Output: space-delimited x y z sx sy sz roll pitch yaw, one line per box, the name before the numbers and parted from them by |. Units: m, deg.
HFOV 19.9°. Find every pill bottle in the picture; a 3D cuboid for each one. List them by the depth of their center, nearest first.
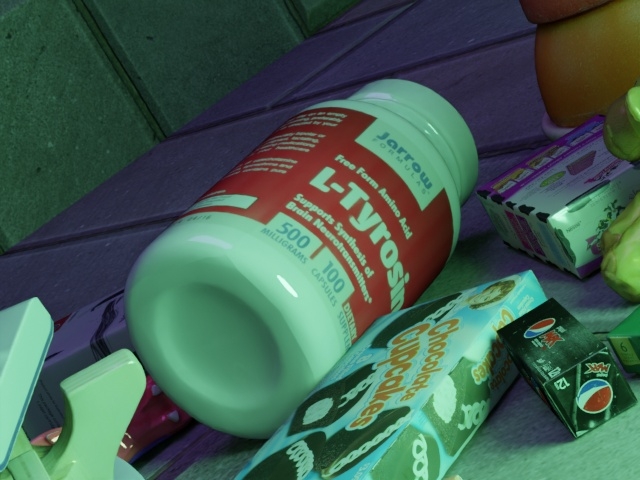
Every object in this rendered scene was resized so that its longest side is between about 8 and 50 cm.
pill bottle | 0.000 0.000 1.837 0.229 0.229 0.407 -20 18 40

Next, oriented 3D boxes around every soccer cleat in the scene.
soccer cleat | -0.227 0.210 1.905 0.248 0.083 0.095 -33 -3 -24

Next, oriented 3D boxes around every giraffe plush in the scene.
giraffe plush | 0.309 -0.073 1.551 0.210 0.170 0.181 -26 14 20

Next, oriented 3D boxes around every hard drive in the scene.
hard drive | -0.389 0.171 1.547 0.319 0.040 0.210 -22 27 17

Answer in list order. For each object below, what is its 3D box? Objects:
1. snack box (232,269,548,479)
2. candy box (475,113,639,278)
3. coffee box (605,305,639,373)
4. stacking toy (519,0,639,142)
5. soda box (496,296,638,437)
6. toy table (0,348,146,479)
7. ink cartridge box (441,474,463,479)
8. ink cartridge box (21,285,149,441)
snack box | 0.056 0.147 1.542 0.187 0.060 0.322 -19 17 40
candy box | 0.263 -0.048 1.777 0.159 0.071 0.233 -32 12 -6
coffee box | 0.319 0.038 1.405 0.184 0.040 0.113 -37 16 -28
stacking toy | 0.301 -0.365 1.963 0.351 0.480 0.350 -30 13 8
soda box | 0.192 0.098 1.437 0.060 0.053 0.169 -30 14 0
toy table | -0.248 0.215 1.583 0.252 0.161 0.274 -34 33 -22
ink cartridge box | 0.023 0.246 1.288 0.145 0.045 0.179 -24 12 30
ink cartridge box | -0.221 0.130 2.098 0.273 0.114 0.197 -26 13 17
